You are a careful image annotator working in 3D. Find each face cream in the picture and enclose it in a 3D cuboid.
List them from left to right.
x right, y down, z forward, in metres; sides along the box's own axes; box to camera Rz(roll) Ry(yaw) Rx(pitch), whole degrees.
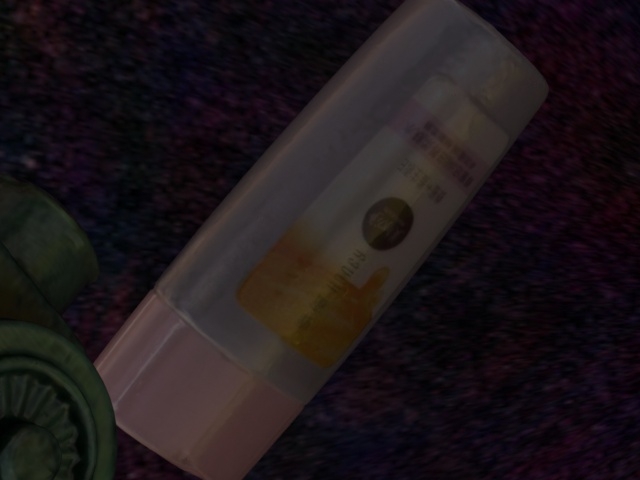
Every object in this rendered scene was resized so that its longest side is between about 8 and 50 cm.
[{"bbox_3d":[0.000,0.000,0.736,0.198,0.084,0.057,-52,39,1],"label":"face cream"}]

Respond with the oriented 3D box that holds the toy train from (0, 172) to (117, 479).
[{"bbox_3d":[-0.149,0.057,0.380,0.101,0.159,0.248,3,49,50],"label":"toy train"}]
